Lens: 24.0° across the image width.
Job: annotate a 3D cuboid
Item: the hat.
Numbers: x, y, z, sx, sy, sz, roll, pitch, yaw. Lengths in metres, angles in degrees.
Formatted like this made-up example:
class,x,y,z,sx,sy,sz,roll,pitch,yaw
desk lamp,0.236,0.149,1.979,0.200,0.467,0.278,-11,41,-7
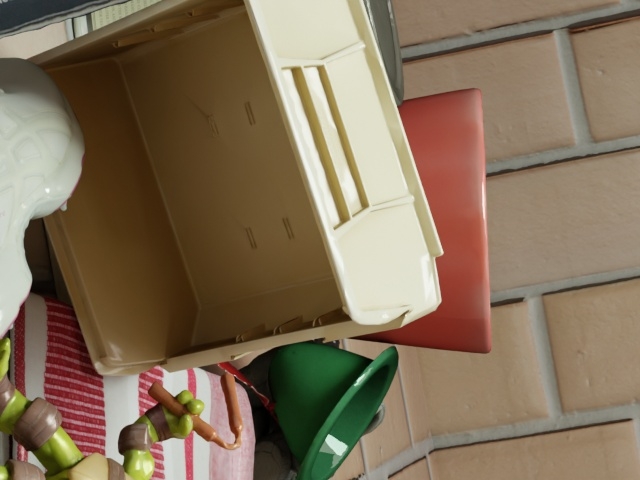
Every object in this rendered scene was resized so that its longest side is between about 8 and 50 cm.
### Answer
class,x,y,z,sx,sy,sz,roll,pitch,yaw
hat,-0.042,0.128,1.501,0.173,0.183,0.208,-49,163,-27

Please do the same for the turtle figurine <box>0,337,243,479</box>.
class,x,y,z,sx,sy,sz,roll,pitch,yaw
turtle figurine,-0.156,0.161,1.014,0.217,0.087,0.269,42,45,-28

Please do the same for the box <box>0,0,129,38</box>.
class,x,y,z,sx,sy,sz,roll,pitch,yaw
box,-0.206,-0.383,0.974,0.293,0.212,0.395,-107,178,-53

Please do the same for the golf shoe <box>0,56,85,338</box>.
class,x,y,z,sx,sy,sz,roll,pitch,yaw
golf shoe,-0.229,-0.053,0.943,0.306,0.115,0.140,-88,160,-55

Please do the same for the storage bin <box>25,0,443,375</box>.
class,x,y,z,sx,sy,sz,roll,pitch,yaw
storage bin,-0.073,-0.041,1.088,0.123,0.262,0.260,-22,96,-50

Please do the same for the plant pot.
class,x,y,z,sx,sy,sz,roll,pitch,yaw
plant pot,0.046,-0.017,1.509,0.275,0.243,0.275,-2,90,-85

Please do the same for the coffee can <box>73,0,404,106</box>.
class,x,y,z,sx,sy,sz,roll,pitch,yaw
coffee can,-0.074,-0.203,1.453,0.201,0.275,0.201,-10,90,-80

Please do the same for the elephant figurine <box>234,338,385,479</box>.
class,x,y,z,sx,sy,sz,roll,pitch,yaw
elephant figurine,-0.017,0.198,1.688,0.239,0.186,0.169,32,43,-70

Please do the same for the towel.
class,x,y,z,sx,sy,sz,roll,pitch,yaw
towel,-0.139,0.184,1.178,0.329,0.037,0.237,35,43,-56

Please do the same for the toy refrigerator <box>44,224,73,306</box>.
class,x,y,z,sx,sy,sz,roll,pitch,yaw
toy refrigerator,-0.150,0.009,1.340,0.269,0.094,0.102,9,70,-80
